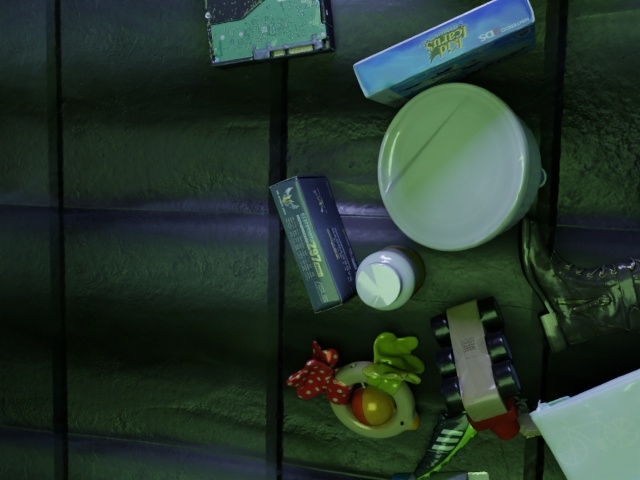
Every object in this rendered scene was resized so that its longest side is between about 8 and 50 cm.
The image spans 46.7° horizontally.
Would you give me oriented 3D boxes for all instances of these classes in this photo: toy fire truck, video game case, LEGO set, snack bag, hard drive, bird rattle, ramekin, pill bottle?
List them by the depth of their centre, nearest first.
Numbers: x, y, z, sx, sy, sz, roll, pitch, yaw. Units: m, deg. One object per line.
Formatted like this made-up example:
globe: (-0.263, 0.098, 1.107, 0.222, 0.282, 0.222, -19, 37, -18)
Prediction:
snack bag: (0.519, 0.338, 1.062, 0.323, 0.037, 0.342, -32, 79, 28)
video game case: (0.211, -0.298, 1.198, 0.269, 0.244, 0.061, -21, 91, 18)
ramekin: (0.239, -0.118, 1.234, 0.273, 0.127, 0.273, 1, 91, 38)
toy fire truck: (0.314, 0.242, 1.271, 0.158, 0.217, 0.246, -22, 127, 17)
pill bottle: (0.120, 0.066, 1.293, 0.103, 0.184, 0.103, 2, 96, 17)
LEGO set: (0.367, 0.316, 1.328, 0.083, 0.023, 0.054, 46, 106, 8)
bird rattle: (0.076, 0.282, 1.364, 0.253, 0.143, 0.207, -19, 106, 20)
hard drive: (-0.105, -0.502, 1.367, 0.237, 0.064, 0.339, -6, 93, 17)

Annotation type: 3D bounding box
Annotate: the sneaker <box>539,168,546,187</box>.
sneaker: (0.322, -0.123, 1.280, 0.135, 0.058, 0.052, 12, 99, 16)

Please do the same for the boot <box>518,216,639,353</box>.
boot: (0.468, 0.058, 1.250, 0.229, 0.091, 0.263, -18, 94, 12)

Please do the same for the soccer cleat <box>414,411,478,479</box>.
soccer cleat: (0.228, 0.364, 1.362, 0.179, 0.060, 0.072, -47, 72, 9)

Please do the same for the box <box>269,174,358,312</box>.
box: (0.000, 0.000, 1.323, 0.059, 0.183, 0.232, -21, 89, 18)

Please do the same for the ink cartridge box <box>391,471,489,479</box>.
ink cartridge box: (0.224, 0.488, 1.369, 0.180, 0.060, 0.104, -8, 93, 17)
